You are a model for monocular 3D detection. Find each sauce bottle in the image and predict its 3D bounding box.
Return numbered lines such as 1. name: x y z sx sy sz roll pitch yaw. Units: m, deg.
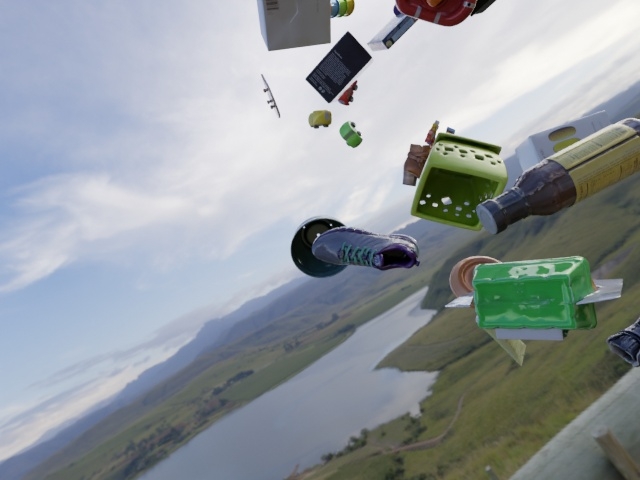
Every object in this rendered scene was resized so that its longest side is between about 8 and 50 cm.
1. sauce bottle: 0.480 -0.121 0.814 0.345 0.111 0.111 -26 -10 0

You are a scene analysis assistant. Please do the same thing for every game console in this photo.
1. game console: 0.644 -0.966 1.631 0.071 0.107 0.122 -61 15 -22

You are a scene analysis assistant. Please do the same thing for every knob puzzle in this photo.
1. knob puzzle: -0.234 -0.654 1.917 0.030 0.213 0.213 -23 -11 -4

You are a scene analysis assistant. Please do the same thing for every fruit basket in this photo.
1. fruit basket: 0.508 0.130 0.954 0.327 0.165 0.353 -8 -8 36

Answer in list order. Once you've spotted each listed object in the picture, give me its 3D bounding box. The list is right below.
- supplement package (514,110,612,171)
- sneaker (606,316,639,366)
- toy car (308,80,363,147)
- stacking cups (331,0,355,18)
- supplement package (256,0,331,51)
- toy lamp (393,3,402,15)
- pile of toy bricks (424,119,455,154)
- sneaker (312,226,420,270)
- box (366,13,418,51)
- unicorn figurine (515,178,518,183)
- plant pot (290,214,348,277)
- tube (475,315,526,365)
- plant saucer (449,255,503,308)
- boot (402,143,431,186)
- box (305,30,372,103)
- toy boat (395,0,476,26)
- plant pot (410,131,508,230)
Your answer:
1. supplement package: 0.793 -0.297 1.325 0.244 0.139 0.134 -19 -8 3
2. sneaker: 0.758 0.192 0.933 0.164 0.086 0.226 -16 -58 -17
3. toy car: 0.071 -0.426 1.435 0.239 0.225 0.053 -38 -16 29
4. stacking cups: 0.035 -0.973 1.700 0.096 0.096 0.316 -41 1 43
5. supplement package: -0.084 -0.729 1.207 0.204 0.145 0.261 -11 -44 -8
6. toy lamp: 0.395 -1.054 1.787 0.274 0.080 0.080 -50 1 -34
7. pile of toy bricks: 0.441 -0.343 1.534 0.105 0.118 0.212 -58 -17 -6
8. sneaker: 0.089 0.020 0.827 0.224 0.083 0.098 0 14 9
9. box: 0.286 -0.842 1.650 0.159 0.044 0.233 -43 23 10
10. unicorn figurine: 0.823 -0.231 1.574 0.162 0.111 0.060 -48 -11 -27
11. plant pot: 0.000 0.000 1.908 0.293 0.293 0.196 -33 24 7
12. tube: 0.659 0.347 1.471 0.070 0.240 0.062 -47 13 6
13. plant saucer: 0.506 0.125 1.269 0.200 0.200 0.037 -29 -38 -14
14. boot: 0.565 -0.372 2.072 0.109 0.284 0.220 -14 -64 -63
15. box: 0.055 -0.459 1.095 0.158 0.093 0.156 -43 9 21
16. toy boat: 0.331 -0.701 1.164 0.151 0.231 0.151 -74 1 -54
17. plant pot: 0.421 -0.193 1.251 0.227 0.228 0.207 96 -167 -50
